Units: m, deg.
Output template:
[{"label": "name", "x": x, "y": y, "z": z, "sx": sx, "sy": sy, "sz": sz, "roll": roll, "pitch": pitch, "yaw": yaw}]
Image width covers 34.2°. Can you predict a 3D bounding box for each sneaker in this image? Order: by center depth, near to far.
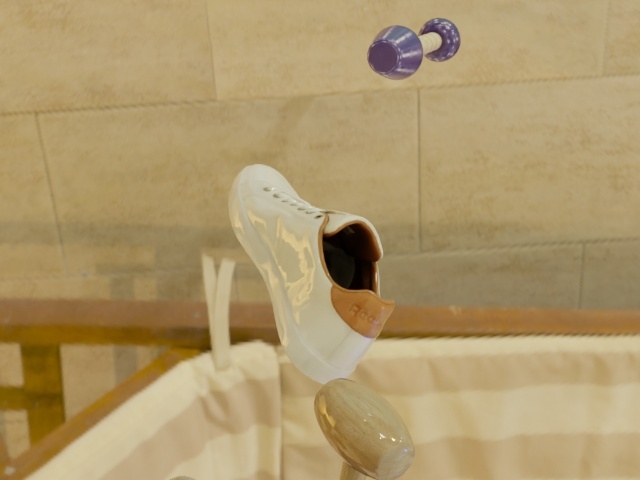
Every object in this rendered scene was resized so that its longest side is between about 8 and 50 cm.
[{"label": "sneaker", "x": 0.000, "y": 0.000, "z": 1.005, "sx": 0.106, "sy": 0.290, "sz": 0.123, "roll": 22, "pitch": 118, "yaw": -38}]

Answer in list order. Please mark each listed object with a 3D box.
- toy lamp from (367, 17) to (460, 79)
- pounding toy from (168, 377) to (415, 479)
[{"label": "toy lamp", "x": 0.135, "y": -0.283, "z": 1.529, "sx": 0.080, "sy": 0.275, "sz": 0.080, "roll": 6, "pitch": 106, "yaw": 20}, {"label": "pounding toy", "x": -0.014, "y": 0.206, "z": 0.484, "sx": 0.155, "sy": 0.154, "sz": 0.269, "roll": 38, "pitch": 83, "yaw": -35}]
